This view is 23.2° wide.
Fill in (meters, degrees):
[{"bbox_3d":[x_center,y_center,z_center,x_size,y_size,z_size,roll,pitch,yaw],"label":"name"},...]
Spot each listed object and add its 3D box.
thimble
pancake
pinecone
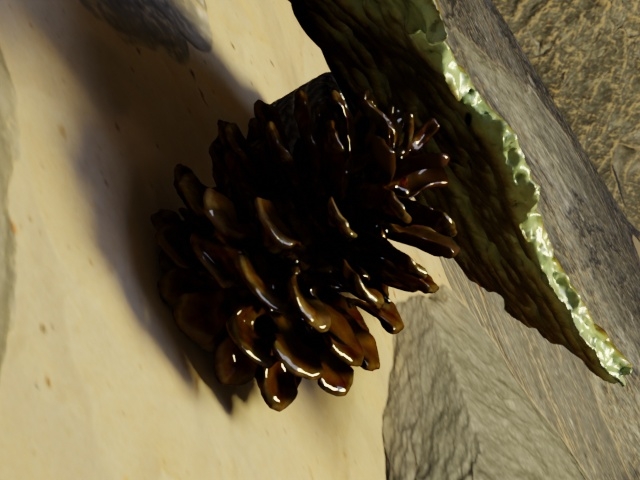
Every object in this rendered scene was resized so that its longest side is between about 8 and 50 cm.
[{"bbox_3d":[0.001,-0.067,1.131,0.095,0.066,0.104,56,20,-21],"label":"thimble"},{"bbox_3d":[0.071,-0.088,0.974,0.427,0.067,0.305,58,-6,-36],"label":"pancake"},{"bbox_3d":[0.000,-0.008,0.847,0.163,0.165,0.163,43,20,-20],"label":"pinecone"}]
